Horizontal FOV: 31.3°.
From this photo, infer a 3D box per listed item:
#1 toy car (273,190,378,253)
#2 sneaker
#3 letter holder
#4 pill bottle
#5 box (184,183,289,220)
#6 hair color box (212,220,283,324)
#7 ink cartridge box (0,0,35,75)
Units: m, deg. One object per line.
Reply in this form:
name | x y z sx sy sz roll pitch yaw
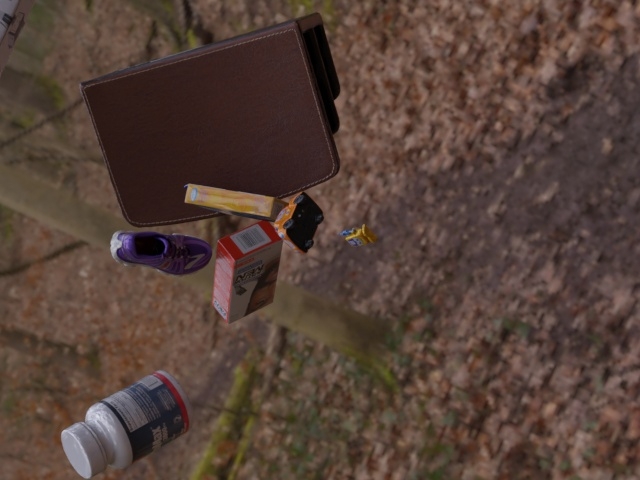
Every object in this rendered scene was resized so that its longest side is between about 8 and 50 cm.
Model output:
toy car | 0.000 0.000 1.097 0.040 0.122 0.060 -16 57 40
sneaker | -0.231 0.019 1.720 0.071 0.169 0.068 -7 82 50
letter holder | -0.126 -0.153 1.511 0.152 0.301 0.215 -55 -50 -72
pill bottle | -0.291 0.280 1.715 0.180 0.108 0.108 -27 -12 -34
box | -0.102 -0.045 1.405 0.081 0.136 0.028 18 -99 -65
hair color box | -0.117 0.051 1.807 0.093 0.053 0.167 -26 -30 -26
ink cartridge box | -0.513 -0.346 1.691 0.082 0.139 0.191 143 150 -86
